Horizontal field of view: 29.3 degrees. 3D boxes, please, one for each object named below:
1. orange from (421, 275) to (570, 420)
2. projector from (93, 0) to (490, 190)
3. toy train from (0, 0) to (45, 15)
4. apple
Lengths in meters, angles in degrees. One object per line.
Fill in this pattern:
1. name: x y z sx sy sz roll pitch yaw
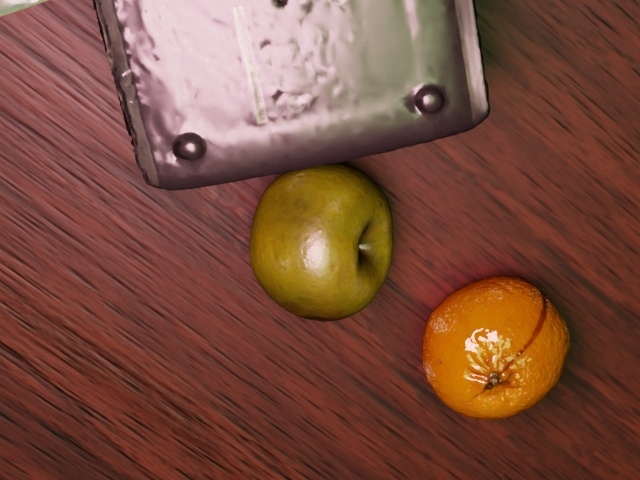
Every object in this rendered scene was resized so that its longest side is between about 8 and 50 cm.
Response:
1. orange: 0.225 0.141 1.577 0.193 0.161 0.193 -3 112 -8
2. projector: -0.047 -0.287 1.359 0.405 0.242 0.395 -11 111 1
3. toy train: -0.374 -0.425 1.288 0.150 0.237 0.368 -17 110 4
4. apple: 0.000 0.000 1.500 0.157 0.196 0.196 10 112 25
